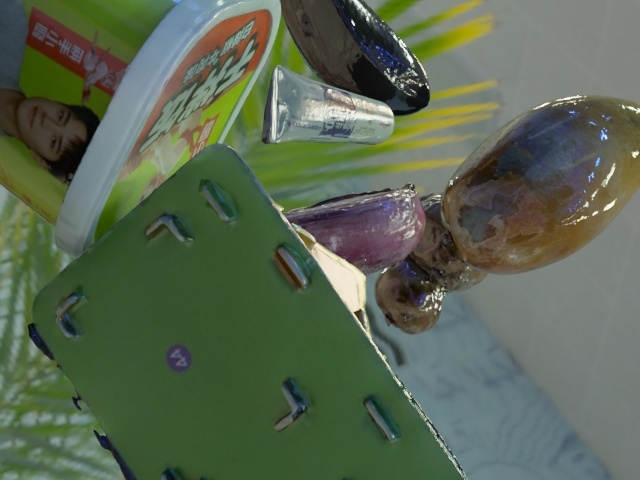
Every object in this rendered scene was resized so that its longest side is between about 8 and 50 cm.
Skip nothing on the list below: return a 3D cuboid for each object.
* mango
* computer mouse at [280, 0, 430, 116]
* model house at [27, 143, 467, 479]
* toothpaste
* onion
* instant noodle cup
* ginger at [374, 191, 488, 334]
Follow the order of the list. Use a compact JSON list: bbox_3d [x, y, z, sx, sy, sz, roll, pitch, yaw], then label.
[{"bbox_3d":[0.347,-0.091,1.880,0.221,0.384,0.199,56,-10,43],"label":"mango"},{"bbox_3d":[0.038,-0.262,1.802,0.269,0.086,0.137,46,-30,-12],"label":"computer mouse"},{"bbox_3d":[-0.007,0.115,1.104,0.242,0.313,0.357,-41,-101,21],"label":"model house"},{"bbox_3d":[0.011,-0.103,1.060,0.038,0.233,0.060,7,-86,25],"label":"toothpaste"},{"bbox_3d":[0.000,0.000,1.724,0.227,0.284,0.120,-127,-151,-85],"label":"onion"},{"bbox_3d":[-0.239,-0.177,1.117,0.308,0.294,0.294,34,-30,7],"label":"instant noodle cup"},{"bbox_3d":[0.247,-0.013,2.106,0.176,0.375,0.256,42,29,-17],"label":"ginger"}]
